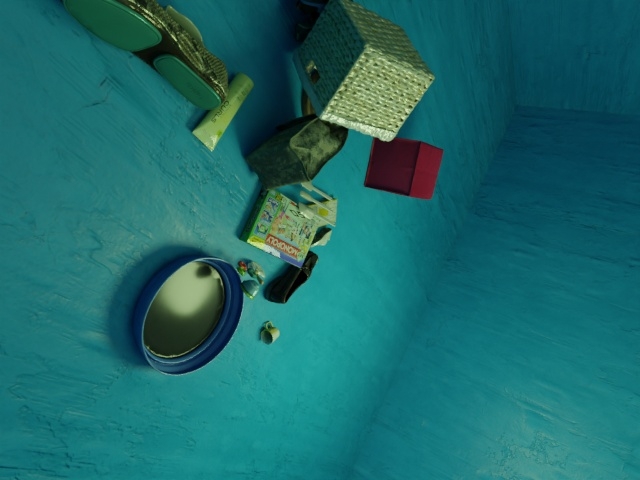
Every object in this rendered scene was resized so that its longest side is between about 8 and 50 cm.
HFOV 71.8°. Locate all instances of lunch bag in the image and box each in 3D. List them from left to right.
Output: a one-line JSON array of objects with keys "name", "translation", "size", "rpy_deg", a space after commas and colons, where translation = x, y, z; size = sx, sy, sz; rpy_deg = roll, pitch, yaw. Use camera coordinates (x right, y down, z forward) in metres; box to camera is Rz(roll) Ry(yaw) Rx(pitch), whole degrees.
[{"name": "lunch bag", "translation": [-0.066, -0.317, 1.476], "size": [0.287, 0.235, 0.169], "rpy_deg": [-50, 121, -35]}]

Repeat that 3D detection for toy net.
[{"name": "toy net", "translation": [-0.248, 0.117, 1.535], "size": [0.045, 0.232, 0.122], "rpy_deg": [-40, 101, 6]}]

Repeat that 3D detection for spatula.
[{"name": "spatula", "translation": [-0.015, -0.147, 1.765], "size": [0.242, 0.019, 0.168], "rpy_deg": [27, 50, -52]}]

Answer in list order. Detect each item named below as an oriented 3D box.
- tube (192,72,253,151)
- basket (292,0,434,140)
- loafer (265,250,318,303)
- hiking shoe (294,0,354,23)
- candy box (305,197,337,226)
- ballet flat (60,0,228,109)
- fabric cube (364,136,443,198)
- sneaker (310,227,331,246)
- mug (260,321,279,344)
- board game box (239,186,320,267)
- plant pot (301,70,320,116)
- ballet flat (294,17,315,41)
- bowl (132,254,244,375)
[{"name": "tube", "translation": [-0.285, -0.387, 1.317], "size": [0.070, 0.062, 0.240], "rpy_deg": [34, 79, -13]}, {"name": "basket", "translation": [0.138, -0.552, 1.433], "size": [0.331, 0.329, 0.266], "rpy_deg": [7, 139, -37]}, {"name": "loafer", "translation": [-0.092, 0.156, 1.796], "size": [0.302, 0.095, 0.109], "rpy_deg": [-42, 136, -36]}, {"name": "hiking shoe", "translation": [0.020, -0.783, 1.468], "size": [0.132, 0.113, 0.304], "rpy_deg": [-47, 162, 25]}, {"name": "candy box", "translation": [0.000, -0.112, 1.862], "size": [0.205, 0.027, 0.105], "rpy_deg": [-18, 120, -49]}, {"name": "ballet flat", "translation": [-0.392, -0.499, 1.059], "size": [0.482, 0.163, 0.182], "rpy_deg": [27, 61, -61]}, {"name": "fabric cube", "translation": [0.399, -0.346, 2.115], "size": [0.258, 0.254, 0.259], "rpy_deg": [-4, 108, -54]}, {"name": "sneaker", "translation": [0.000, 0.000, 1.893], "size": [0.152, 0.053, 0.061], "rpy_deg": [-34, 133, -43]}, {"name": "mug", "translation": [-0.197, 0.373, 1.783], "size": [0.064, 0.062, 0.078], "rpy_deg": [-20, 128, -58]}, {"name": "board game box", "translation": [-0.141, -0.043, 1.658], "size": [0.317, 0.046, 0.214], "rpy_deg": [30, 79, -50]}, {"name": "plant pot", "translation": [0.043, -0.518, 1.669], "size": [0.237, 0.109, 0.238], "rpy_deg": [-28, 127, -45]}, {"name": "ballet flat", "translation": [-0.027, -0.725, 1.523], "size": [0.203, 0.074, 0.074], "rpy_deg": [-44, 137, -43]}, {"name": "bowl", "translation": [-0.410, 0.230, 1.403], "size": [0.391, 0.077, 0.392], "rpy_deg": [-28, 127, -46]}]
